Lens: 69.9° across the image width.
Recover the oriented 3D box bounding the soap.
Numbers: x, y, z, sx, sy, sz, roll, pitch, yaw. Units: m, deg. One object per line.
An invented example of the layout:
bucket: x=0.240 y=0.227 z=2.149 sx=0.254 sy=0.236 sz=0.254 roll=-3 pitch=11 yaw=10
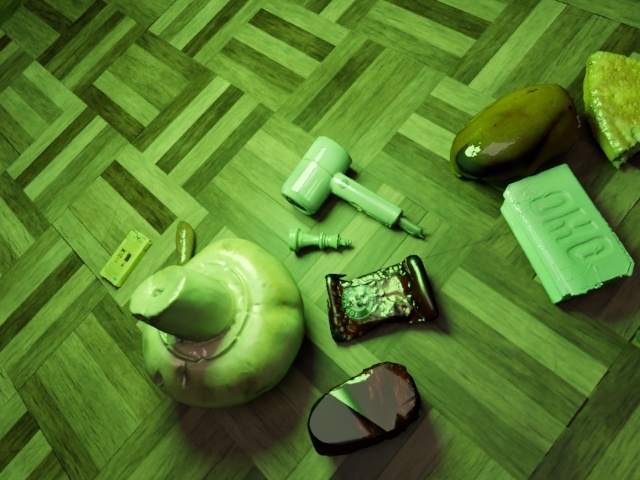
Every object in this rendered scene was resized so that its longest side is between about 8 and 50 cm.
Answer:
soap: x=0.484 y=-0.013 z=0.919 sx=0.150 sy=0.094 sz=0.262 roll=-23 pitch=64 yaw=7

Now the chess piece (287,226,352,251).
chess piece: x=0.000 y=0.000 z=1.078 sx=0.148 sy=0.059 sz=0.059 roll=2 pitch=69 yaw=13

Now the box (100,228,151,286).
box: x=-0.521 y=0.046 z=1.228 sx=0.073 sy=0.020 sz=0.149 roll=29 pitch=79 yaw=25

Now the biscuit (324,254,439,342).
biscuit: x=0.123 y=0.122 z=0.985 sx=0.235 sy=0.063 sz=0.152 roll=-15 pitch=64 yaw=13

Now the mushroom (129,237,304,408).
mushroom: x=-0.218 y=0.149 z=0.959 sx=0.352 sy=0.354 sz=0.325 roll=-2 pitch=37 yaw=16

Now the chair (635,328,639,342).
chair: x=0.727 y=0.158 z=0.768 sx=0.326 sy=0.183 sz=0.176 roll=-3 pitch=56 yaw=-35

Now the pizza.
pizza: x=0.725 y=-0.283 z=0.977 sx=0.287 sy=0.075 sz=0.280 roll=2 pitch=73 yaw=15

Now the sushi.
sushi: x=0.083 y=0.328 z=0.883 sx=0.224 sy=0.126 sz=0.136 roll=-26 pitch=62 yaw=-2

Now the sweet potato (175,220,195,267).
sweet potato: x=-0.348 y=0.049 z=1.164 sx=0.050 sy=0.050 sz=0.215 roll=-8 pitch=69 yaw=13

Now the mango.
mango: x=0.419 y=-0.225 z=0.990 sx=0.287 sy=0.153 sz=0.201 roll=-32 pitch=58 yaw=1

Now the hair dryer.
hair dryer: x=0.089 y=-0.092 z=1.074 sx=0.357 sy=0.107 sz=0.173 roll=32 pitch=82 yaw=19
